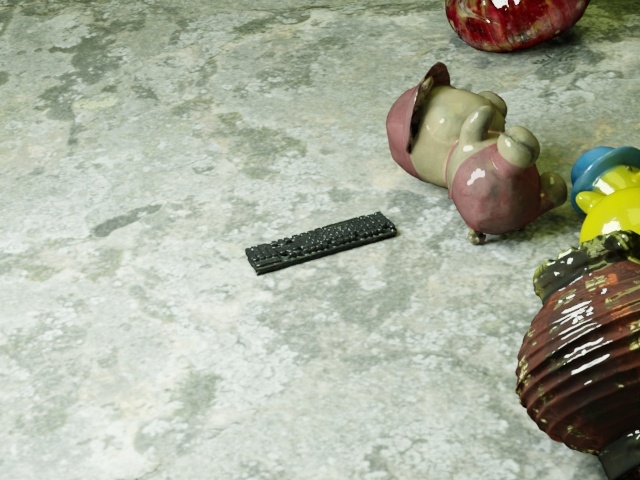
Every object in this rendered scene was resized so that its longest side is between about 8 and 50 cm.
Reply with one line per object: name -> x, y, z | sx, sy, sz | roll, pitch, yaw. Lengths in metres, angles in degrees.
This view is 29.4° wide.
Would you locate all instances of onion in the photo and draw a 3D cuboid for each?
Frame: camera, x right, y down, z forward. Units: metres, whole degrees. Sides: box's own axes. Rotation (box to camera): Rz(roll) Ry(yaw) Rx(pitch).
onion -> 0.317, -0.411, 1.978 | 0.246, 0.190, 0.246 | -19, 23, 8

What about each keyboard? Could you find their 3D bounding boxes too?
keyboard -> 0.000, 0.000, 1.570 | 0.196, 0.018, 0.060 | -16, 32, -15

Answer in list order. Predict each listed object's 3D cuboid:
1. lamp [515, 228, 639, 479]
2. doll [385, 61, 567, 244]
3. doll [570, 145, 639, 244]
lamp -> 0.297, 0.108, 1.169 | 0.247, 0.247, 0.247 | -4, 34, 3
doll -> 0.190, -0.122, 1.574 | 0.152, 0.196, 0.256 | -25, 44, -25
doll -> 0.380, -0.006, 1.434 | 0.199, 0.145, 0.363 | 34, 23, -11
